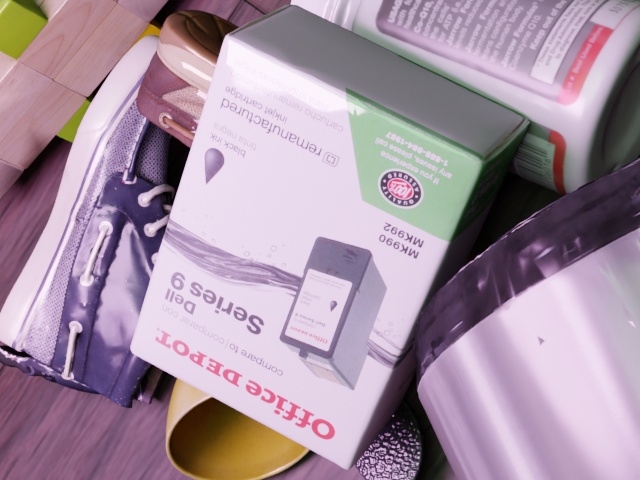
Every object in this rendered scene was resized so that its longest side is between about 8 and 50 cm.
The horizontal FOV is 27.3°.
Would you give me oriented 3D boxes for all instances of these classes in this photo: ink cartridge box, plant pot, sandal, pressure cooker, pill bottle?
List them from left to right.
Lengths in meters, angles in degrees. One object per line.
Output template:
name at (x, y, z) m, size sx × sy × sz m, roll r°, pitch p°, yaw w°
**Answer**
plant pot at (-0.074, 0.135, 1.158) m, size 0.134 × 0.134 × 0.095 m, roll -34°, pitch 43°, yaw 18°
ink cartridge box at (0.000, 0.000, 1.013) m, size 0.211 × 0.121 × 0.289 m, roll 27°, pitch 119°, yaw 12°
sandal at (0.044, 0.143, 1.143) m, size 0.067 × 0.040 × 0.179 m, roll -37°, pitch 54°, yaw 11°
pill bottle at (0.126, -0.155, 1.072) m, size 0.283 × 0.161 × 0.161 m, roll 26°, pitch 95°, yaw 26°
pressure cooker at (0.286, 0.172, 0.832) m, size 0.369 × 0.375 × 0.420 m, roll -31°, pitch 70°, yaw 16°

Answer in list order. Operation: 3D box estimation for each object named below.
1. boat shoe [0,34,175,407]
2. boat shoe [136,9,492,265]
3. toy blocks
boat shoe at (-0.163, -0.008, 1.227) m, size 0.158 × 0.127 × 0.341 m, roll 26°, pitch 97°, yaw 13°
boat shoe at (-0.013, -0.056, 1.133) m, size 0.342 × 0.123 × 0.123 m, roll 35°, pitch 118°, yaw 4°
toy blocks at (-0.317, -0.233, 1.307) m, size 0.381 × 0.190 × 0.261 m, roll -47°, pitch 55°, yaw 12°
